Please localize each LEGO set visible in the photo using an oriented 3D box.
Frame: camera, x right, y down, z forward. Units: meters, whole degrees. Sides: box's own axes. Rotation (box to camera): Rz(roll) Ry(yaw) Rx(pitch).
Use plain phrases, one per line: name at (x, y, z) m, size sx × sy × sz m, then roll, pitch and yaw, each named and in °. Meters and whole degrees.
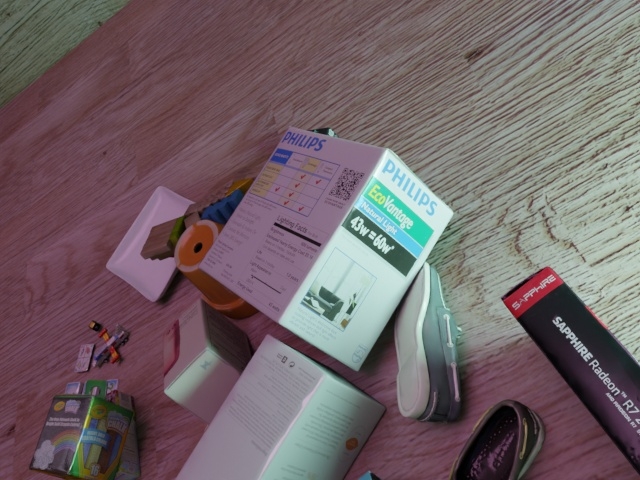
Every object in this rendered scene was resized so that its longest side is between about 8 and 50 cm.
LEGO set at (-0.588, 0.315, 1.737) m, size 0.182 × 0.060 × 0.244 m, roll -10°, pitch 58°, yaw 28°

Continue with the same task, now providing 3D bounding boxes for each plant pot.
plant pot at (-0.223, 0.050, 1.529) m, size 0.205 × 0.188 × 0.205 m, roll -19°, pitch 54°, yaw 28°

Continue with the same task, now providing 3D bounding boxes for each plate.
plate at (-0.428, 0.007, 1.808) m, size 0.277 × 0.045 × 0.278 m, roll 24°, pitch 80°, yaw 43°

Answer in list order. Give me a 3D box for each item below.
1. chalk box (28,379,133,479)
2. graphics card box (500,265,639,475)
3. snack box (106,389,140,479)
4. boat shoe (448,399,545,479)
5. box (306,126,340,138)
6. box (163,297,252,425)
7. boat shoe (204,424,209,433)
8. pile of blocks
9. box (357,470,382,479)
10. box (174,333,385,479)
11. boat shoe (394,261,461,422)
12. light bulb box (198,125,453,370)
chalk box at (-0.514, 0.414, 1.478) m, size 0.132 × 0.132 × 0.213 m, roll -6°, pitch 58°, yaw 30°
graphics card box at (0.418, 0.223, 0.916) m, size 0.094 × 0.233 × 0.371 m, roll -39°, pitch 47°, yaw 11°
snack box at (-0.513, 0.483, 1.569) m, size 0.174 × 0.070 × 0.207 m, roll -33°, pitch 50°, yaw 15°
boat shoe at (0.244, 0.388, 1.042) m, size 0.109 × 0.091 × 0.305 m, roll 21°, pitch 78°, yaw 43°
box at (-0.001, -0.232, 1.619) m, size 0.083 × 0.062 × 0.052 m, roll -2°, pitch 64°, yaw 36°
box at (-0.232, 0.250, 1.392) m, size 0.127 × 0.148 × 0.232 m, roll -44°, pitch 23°, yaw 6°
boat shoe at (-0.180, 0.351, 1.413) m, size 0.170 × 0.063 × 0.059 m, roll -45°, pitch 23°, yaw 6°
pile of blocks at (-0.258, -0.036, 1.640) m, size 0.362 × 0.113 × 0.149 m, roll -33°, pitch 32°, yaw 3°
box at (0.112, 0.477, 1.025) m, size 0.060 × 0.100 × 0.244 m, roll -42°, pitch 24°, yaw 9°
box at (-0.077, 0.380, 1.205) m, size 0.168 × 0.215 × 0.345 m, roll 27°, pitch 81°, yaw 44°
boat shoe at (0.200, 0.181, 1.216) m, size 0.116 × 0.099 × 0.320 m, roll 123°, pitch 161°, yaw -46°
light bulb box at (0.000, 0.000, 1.333) m, size 0.358 × 0.225 × 0.361 m, roll 25°, pitch 80°, yaw 53°
